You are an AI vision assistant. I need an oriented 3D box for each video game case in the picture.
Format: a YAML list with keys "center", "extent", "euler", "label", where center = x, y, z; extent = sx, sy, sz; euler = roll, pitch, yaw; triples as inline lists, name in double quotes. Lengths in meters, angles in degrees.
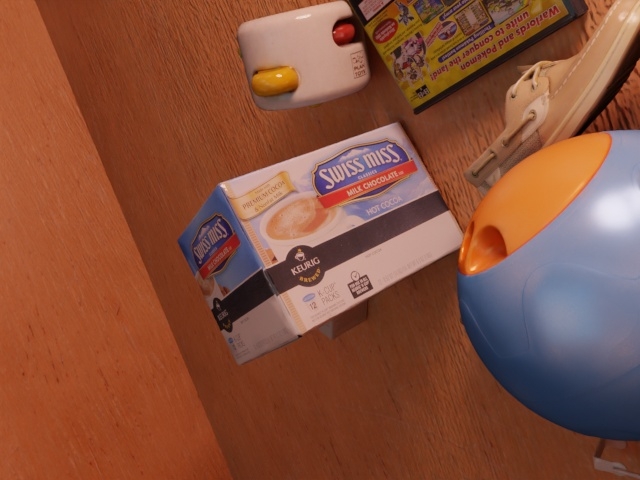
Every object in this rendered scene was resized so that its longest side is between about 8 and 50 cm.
- center: [0.153, -0.322, 0.761]
  extent: [0.274, 0.035, 0.248]
  euler: [-23, 101, 55]
  label: "video game case"

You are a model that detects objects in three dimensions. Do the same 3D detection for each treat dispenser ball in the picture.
- center: [0.276, 0.040, 0.578]
  extent: [0.288, 0.288, 0.288]
  euler: [33, 135, 40]
  label: "treat dispenser ball"

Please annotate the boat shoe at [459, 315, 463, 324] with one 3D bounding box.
- center: [0.278, 0.039, 0.809]
  extent: [0.092, 0.102, 0.285]
  euler: [36, 135, 20]
  label: "boat shoe"

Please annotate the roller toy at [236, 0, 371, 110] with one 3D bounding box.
- center: [-0.022, -0.277, 0.929]
  extent: [0.209, 0.191, 0.146]
  euler: [-120, 15, -70]
  label: "roller toy"

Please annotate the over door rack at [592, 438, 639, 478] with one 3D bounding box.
- center: [0.442, 0.220, 0.681]
  extent: [0.324, 0.108, 0.240]
  euler: [11, 118, 52]
  label: "over door rack"

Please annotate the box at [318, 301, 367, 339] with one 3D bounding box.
- center: [0.026, 0.123, 1.206]
  extent: [0.101, 0.101, 0.087]
  euler: [32, 132, 40]
  label: "box"

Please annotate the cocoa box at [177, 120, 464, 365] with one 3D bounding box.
- center: [0.000, 0.000, 0.938]
  extent: [0.228, 0.347, 0.231]
  euler: [62, 147, 5]
  label: "cocoa box"

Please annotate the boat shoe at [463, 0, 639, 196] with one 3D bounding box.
- center: [0.250, -0.146, 0.678]
  extent: [0.098, 0.109, 0.302]
  euler: [42, 148, 15]
  label: "boat shoe"

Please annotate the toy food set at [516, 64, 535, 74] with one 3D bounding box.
- center: [0.279, -0.159, 0.747]
  extent: [0.077, 0.019, 0.122]
  euler: [16, 130, 50]
  label: "toy food set"
